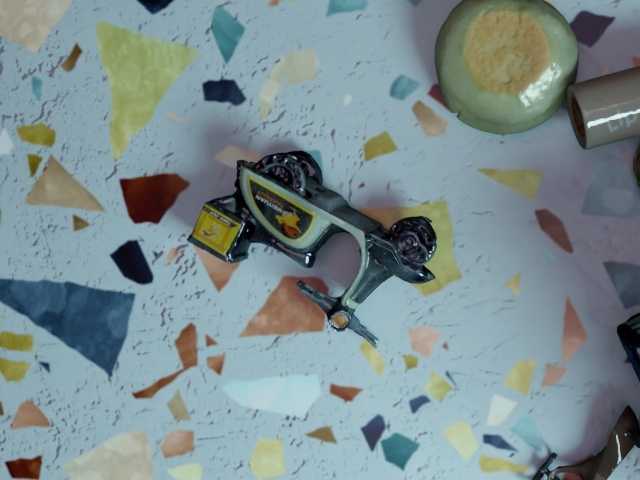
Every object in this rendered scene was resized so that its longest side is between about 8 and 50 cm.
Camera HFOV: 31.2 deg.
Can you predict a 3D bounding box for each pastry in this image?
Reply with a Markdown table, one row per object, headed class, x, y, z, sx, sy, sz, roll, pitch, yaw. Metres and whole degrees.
| class | x | y | z | sx | sy | sz | roll | pitch | yaw |
| --- | --- | --- | --- | --- | --- | --- | --- | --- | --- |
| pastry | 0.196 | -0.191 | 1.218 | 0.156 | 0.092 | 0.156 | 0 | 91 | 18 |

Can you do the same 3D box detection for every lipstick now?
| class | x | y | z | sx | sy | sz | roll | pitch | yaw |
| --- | --- | --- | --- | --- | --- | --- | --- | --- | --- |
| lipstick | 0.384 | -0.158 | 1.168 | 0.254 | 0.070 | 0.070 | -15 | 86 | 2 |

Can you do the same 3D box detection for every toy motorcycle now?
| class | x | y | z | sx | sy | sz | roll | pitch | yaw |
| --- | --- | --- | --- | --- | --- | --- | --- | --- | --- |
| toy motorcycle | 0.000 | 0.000 | 1.261 | 0.263 | 0.091 | 0.157 | 30 | 103 | 13 |

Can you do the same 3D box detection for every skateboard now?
| class | x | y | z | sx | sy | sz | roll | pitch | yaw |
| --- | --- | --- | --- | --- | --- | --- | --- | --- | --- |
| skateboard | 0.286 | 0.239 | 1.213 | 0.080 | 0.067 | 0.151 | 38 | 101 | 19 |

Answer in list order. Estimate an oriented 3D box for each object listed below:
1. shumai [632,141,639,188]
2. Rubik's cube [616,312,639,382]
| class | x | y | z | sx | sy | sz | roll | pitch | yaw |
| --- | --- | --- | --- | --- | --- | --- | --- | --- | --- |
| shumai | 0.406 | -0.077 | 1.175 | 0.139 | 0.105 | 0.123 | 2 | 89 | -8 |
| Rubik's cube | 0.463 | 0.155 | 1.061 | 0.293 | 0.288 | 0.283 | -22 | 84 | 13 |
